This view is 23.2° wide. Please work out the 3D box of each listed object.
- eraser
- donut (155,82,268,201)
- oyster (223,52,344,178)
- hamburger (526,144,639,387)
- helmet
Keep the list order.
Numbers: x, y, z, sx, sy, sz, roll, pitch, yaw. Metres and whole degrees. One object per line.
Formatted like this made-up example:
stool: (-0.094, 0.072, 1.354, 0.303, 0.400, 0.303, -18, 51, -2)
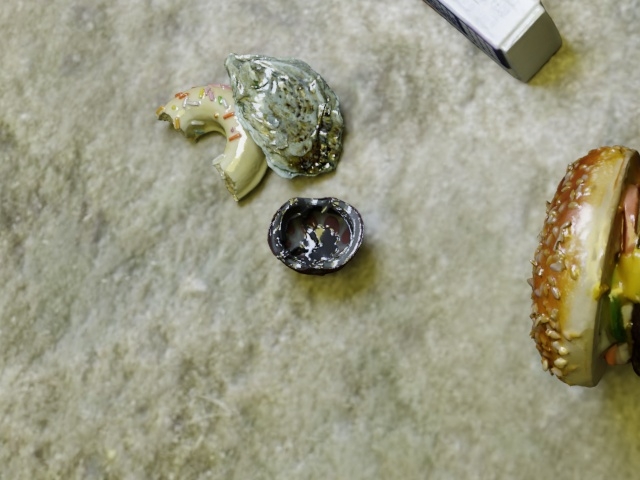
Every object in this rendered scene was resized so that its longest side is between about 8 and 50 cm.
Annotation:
eraser: (0.160, -0.314, 1.873, 0.081, 0.124, 0.279, -47, 68, 4)
donut: (-0.122, -0.141, 1.963, 0.108, 0.065, 0.166, -44, 69, 5)
oyster: (-0.042, -0.160, 1.925, 0.125, 0.064, 0.177, -19, 89, -19)
hamburger: (0.342, 0.030, 1.660, 0.225, 0.291, 0.291, 10, 82, 17)
helmet: (0.000, 0.000, 1.889, 0.123, 0.070, 0.098, 9, 73, 17)
